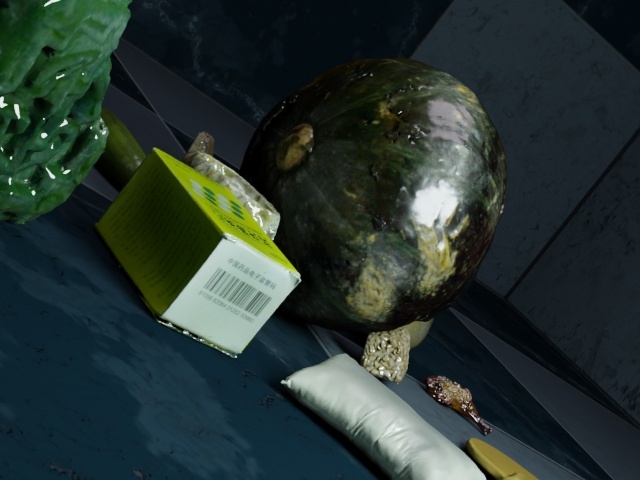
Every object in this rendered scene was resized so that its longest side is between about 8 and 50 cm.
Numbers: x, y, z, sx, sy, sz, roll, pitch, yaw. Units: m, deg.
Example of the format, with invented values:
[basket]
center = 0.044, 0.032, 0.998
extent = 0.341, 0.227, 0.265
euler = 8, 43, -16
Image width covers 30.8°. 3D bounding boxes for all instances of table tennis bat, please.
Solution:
[table tennis bat]
center = 0.294, 0.363, 1.736
extent = 0.198, 0.050, 0.321
euler = 38, 4, 14

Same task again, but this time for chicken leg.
[chicken leg]
center = 0.239, 0.281, 2.014
extent = 0.145, 0.037, 0.062
euler = 35, 30, -11

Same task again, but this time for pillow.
[pillow]
center = 0.078, 0.235, 1.417
extent = 0.254, 0.078, 0.144
euler = 40, 18, 20

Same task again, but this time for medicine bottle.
[medicine bottle]
center = -0.156, 0.012, 1.449
extent = 0.137, 0.141, 0.250
euler = 34, 8, -41

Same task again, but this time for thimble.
[thimble]
center = -0.151, -0.022, 1.642
extent = 0.190, 0.143, 0.137
euler = 42, 8, 29

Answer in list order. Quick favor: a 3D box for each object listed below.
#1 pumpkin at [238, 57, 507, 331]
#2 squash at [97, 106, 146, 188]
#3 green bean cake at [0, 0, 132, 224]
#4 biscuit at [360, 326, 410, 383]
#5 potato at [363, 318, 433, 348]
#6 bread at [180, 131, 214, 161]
[pumpkin]
center = 0.067, -0.071, 1.784
extent = 0.344, 0.454, 0.454
euler = 24, 15, -45
[squash]
center = -0.333, -0.153, 1.865
extent = 0.080, 0.071, 0.318
euler = 31, 10, -47
[green bean cake]
center = -0.316, -0.173, 1.185
extent = 0.169, 0.308, 0.300
euler = 41, 10, 15
[biscuit]
center = 0.110, 0.182, 1.872
extent = 0.070, 0.082, 0.168
euler = 13, 4, 11
[potato]
center = 0.119, 0.109, 2.076
extent = 0.178, 0.160, 0.235
euler = 21, 17, 4
[bread]
center = -0.184, -0.083, 1.852
extent = 0.105, 0.152, 0.077
euler = 33, 8, 4
